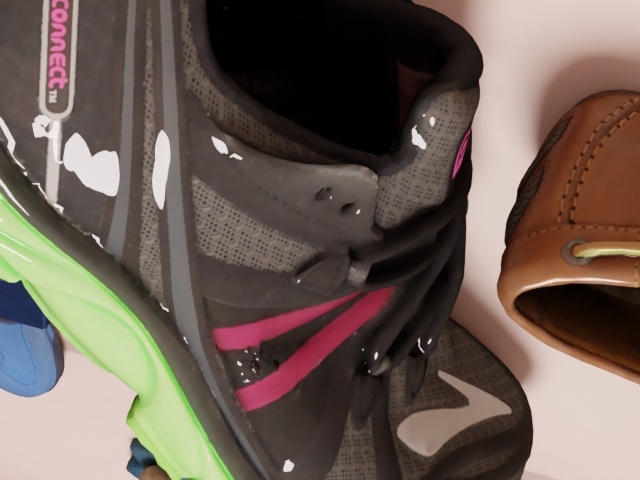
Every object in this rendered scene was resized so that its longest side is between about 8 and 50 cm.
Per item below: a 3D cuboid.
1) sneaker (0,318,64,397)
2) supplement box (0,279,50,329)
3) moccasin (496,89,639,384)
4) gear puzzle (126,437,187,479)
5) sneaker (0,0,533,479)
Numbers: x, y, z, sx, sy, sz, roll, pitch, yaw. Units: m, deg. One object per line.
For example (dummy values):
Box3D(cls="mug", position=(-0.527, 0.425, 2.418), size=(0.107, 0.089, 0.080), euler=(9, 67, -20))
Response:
Box3D(cls="sneaker", position=(-0.224, 0.035, 0.989), size=(0.069, 0.082, 0.209), euler=(-8, 133, 28))
Box3D(cls="supplement box", position=(-0.168, -0.011, 0.909), size=(0.083, 0.083, 0.056), euler=(16, 140, 7))
Box3D(cls="moccasin", position=(0.260, 0.062, 0.751), size=(0.380, 0.147, 0.139), euler=(26, 140, -5))
Box3D(cls="gear puzzle", position=(0.042, 0.184, 1.063), size=(0.339, 0.044, 0.175), euler=(24, 140, -3))
Box3D(cls="sneaker", position=(0.000, 0.000, 0.763), size=(0.202, 0.185, 0.483), euler=(-24, 139, 15))
